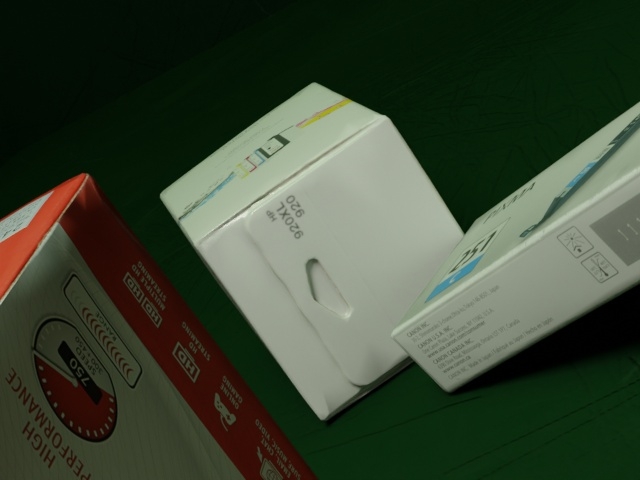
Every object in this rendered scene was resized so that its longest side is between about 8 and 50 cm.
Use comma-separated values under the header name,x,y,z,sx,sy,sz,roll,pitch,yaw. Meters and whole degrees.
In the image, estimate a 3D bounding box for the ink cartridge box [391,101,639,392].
name,x,y,z,sx,sy,sz,roll,pitch,yaw
ink cartridge box,0.202,-0.047,0.984,0.261,0.066,0.296,-48,6,-38

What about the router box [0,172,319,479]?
name,x,y,z,sx,sy,sz,roll,pitch,yaw
router box,-0.040,0.187,0.448,0.082,0.335,0.301,-29,19,20

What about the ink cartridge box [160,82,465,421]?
name,x,y,z,sx,sy,sz,roll,pitch,yaw
ink cartridge box,0.000,0.000,1.183,0.168,0.171,0.232,-36,17,-3
